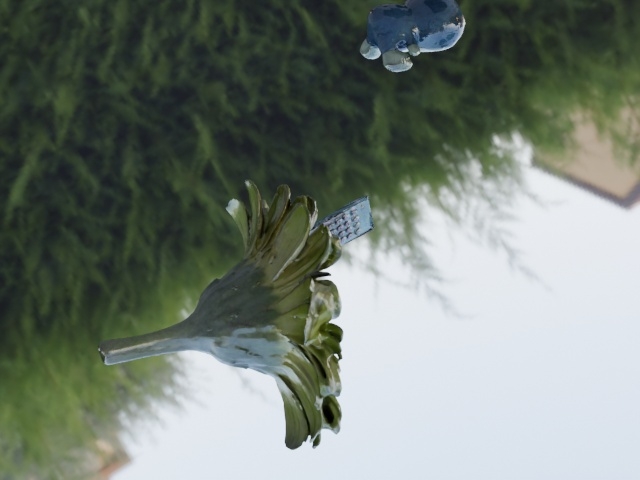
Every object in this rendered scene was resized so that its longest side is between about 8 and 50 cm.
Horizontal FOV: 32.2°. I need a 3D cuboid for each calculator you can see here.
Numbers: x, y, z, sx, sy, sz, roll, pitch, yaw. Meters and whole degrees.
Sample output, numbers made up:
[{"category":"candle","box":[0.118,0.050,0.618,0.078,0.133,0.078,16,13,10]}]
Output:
[{"category":"calculator","box":[0.000,0.000,1.460,0.172,0.057,0.018,-29,-146,-24]}]

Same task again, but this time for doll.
[{"category":"doll","box":[0.078,-0.172,0.905,0.083,0.050,0.076,-18,-150,-12]}]

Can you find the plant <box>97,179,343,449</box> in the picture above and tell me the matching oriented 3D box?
[{"category":"plant","box":[-0.072,0.113,1.297,0.297,0.261,0.306,-37,-136,0]}]
